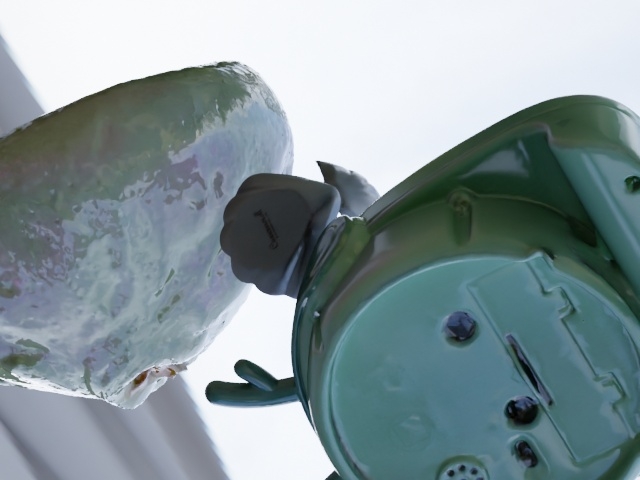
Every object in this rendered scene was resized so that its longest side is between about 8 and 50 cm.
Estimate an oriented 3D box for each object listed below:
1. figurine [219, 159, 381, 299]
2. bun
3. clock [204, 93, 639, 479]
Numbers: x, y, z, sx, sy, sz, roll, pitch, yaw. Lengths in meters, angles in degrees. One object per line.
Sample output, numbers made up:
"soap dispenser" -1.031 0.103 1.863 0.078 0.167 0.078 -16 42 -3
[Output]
"figurine" 0.000 0.000 1.021 0.082 0.086 0.094 -34 -115 17
"bun" -0.134 0.011 1.169 0.293 0.187 0.293 -25 -178 1
"clock" 0.062 0.052 0.708 0.211 0.159 0.066 -29 -161 17
